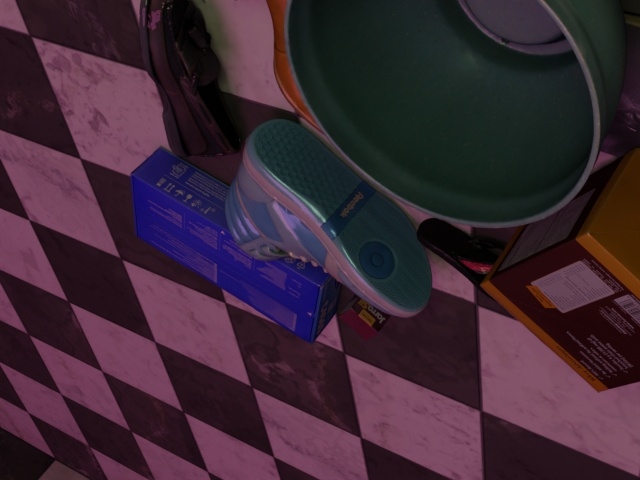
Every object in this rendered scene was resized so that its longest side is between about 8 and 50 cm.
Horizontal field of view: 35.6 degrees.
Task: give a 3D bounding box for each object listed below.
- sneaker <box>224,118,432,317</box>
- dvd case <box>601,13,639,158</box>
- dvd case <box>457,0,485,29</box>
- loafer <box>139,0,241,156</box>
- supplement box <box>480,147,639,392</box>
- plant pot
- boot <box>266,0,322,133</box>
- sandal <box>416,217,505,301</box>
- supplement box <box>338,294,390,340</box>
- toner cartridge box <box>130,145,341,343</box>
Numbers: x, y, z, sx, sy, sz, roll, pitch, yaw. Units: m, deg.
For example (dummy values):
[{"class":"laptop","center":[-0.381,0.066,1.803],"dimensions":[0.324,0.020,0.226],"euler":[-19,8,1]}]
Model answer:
[{"class":"sneaker","center":[0.000,0.000,1.354],"dimensions":[0.319,0.127,0.208],"euler":[48,146,4]},{"class":"dvd case","center":[0.360,-0.119,0.944],"dimensions":[0.221,0.018,0.164],"euler":[23,144,24]},{"class":"dvd case","center":[0.180,-0.302,0.902],"dimensions":[0.180,0.022,0.253],"euler":[52,146,-17]},{"class":"loafer","center":[-0.160,-0.218,1.290],"dimensions":[0.095,0.109,0.302],"euler":[10,147,9]},{"class":"supplement box","center":[0.316,0.040,1.061],"dimensions":[0.191,0.129,0.194],"euler":[42,151,-7]},{"class":"plant pot","center":[0.142,-0.185,0.875],"dimensions":[0.293,0.196,0.293],"euler":[26,145,20]},{"class":"boot","center":[0.026,-0.237,1.058],"dimensions":[0.295,0.104,0.211],"euler":[53,146,-12]},{"class":"sandal","center":[0.200,0.022,1.235],"dimensions":[0.179,0.067,0.040],"euler":[34,136,13]},{"class":"supplement box","center":[0.074,0.092,1.422],"dimensions":[0.055,0.083,0.043],"euler":[42,148,-5]},{"class":"toner cartridge box","center":[-0.131,0.007,1.534],"dimensions":[0.348,0.075,0.165],"euler":[31,147,15]}]
